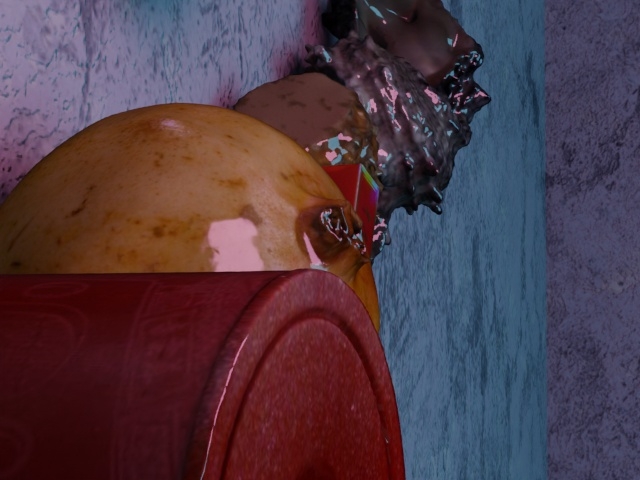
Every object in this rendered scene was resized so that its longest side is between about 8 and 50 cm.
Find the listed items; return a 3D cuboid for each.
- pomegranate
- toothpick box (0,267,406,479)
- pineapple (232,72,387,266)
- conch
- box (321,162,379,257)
[{"bbox_3d":[-0.087,0.039,0.768,0.264,0.264,0.264,-2,90,-69],"label":"pomegranate"},{"bbox_3d":[-0.153,0.112,0.472,0.204,0.333,0.204,-2,90,-69],"label":"toothpick box"},{"bbox_3d":[0.000,0.000,1.170,0.170,0.141,0.310,-111,-174,-47],"label":"pineapple"},{"bbox_3d":[0.060,-0.153,1.308,0.240,0.186,0.313,43,46,-45],"label":"conch"},{"bbox_3d":[-0.046,0.002,0.984,0.048,0.175,0.112,49,44,-57],"label":"box"}]
